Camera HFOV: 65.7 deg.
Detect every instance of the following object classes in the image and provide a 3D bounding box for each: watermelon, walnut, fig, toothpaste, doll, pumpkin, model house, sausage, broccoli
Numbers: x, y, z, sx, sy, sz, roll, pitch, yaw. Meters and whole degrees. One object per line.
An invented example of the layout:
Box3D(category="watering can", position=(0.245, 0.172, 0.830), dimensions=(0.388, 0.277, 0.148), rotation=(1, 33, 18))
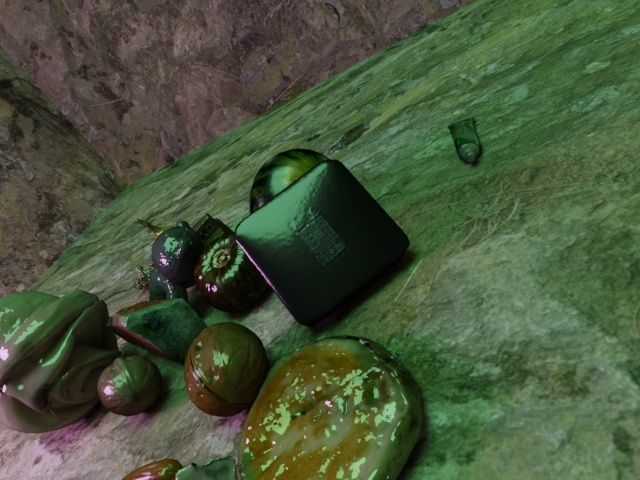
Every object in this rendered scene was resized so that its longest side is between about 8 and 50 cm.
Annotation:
Box3D(category="watermelon", position=(-0.053, -0.099, 1.252), dimensions=(0.269, 0.269, 0.269), rotation=(-28, 28, 16))
Box3D(category="walnut", position=(-0.442, 0.336, 1.154), dimensions=(0.140, 0.140, 0.162), rotation=(-45, 39, -17))
Box3D(category="walnut", position=(-0.183, 0.249, 0.966), dimensions=(0.167, 0.167, 0.207), rotation=(-36, 25, 0))
Box3D(category="fig", position=(-0.498, 0.004, 1.627), dimensions=(0.159, 0.257, 0.159), rotation=(-38, 31, 28))
Box3D(category="toothpaste", position=(0.371, -0.261, 1.269), dimensions=(0.078, 0.046, 0.248), rotation=(-20, 28, 20))
Box3D(category="doll", position=(-0.399, 0.108, 1.391), dimensions=(0.158, 0.340, 0.246), rotation=(2, 27, -24))
Box3D(category="watermelon", position=(-0.440, 0.223, 1.270), dimensions=(0.257, 0.193, 0.139), rotation=(-11, 36, 42))
Box3D(category="pumpkin", position=(-0.220, 0.087, 1.288), dimensions=(0.219, 0.162, 0.218), rotation=(-13, 58, 22))
Box3D(category="model house", position=(-0.370, 0.056, 1.504), dimensions=(0.248, 0.176, 0.181), rotation=(-47, 27, 0))
Box3D(category="sausage", position=(-0.323, 0.448, 0.925), dimensions=(0.183, 0.054, 0.062), rotation=(-26, 0, 25))
Box3D(category="broccoli", position=(-0.614, 0.126, 1.739), dimensions=(0.095, 0.092, 0.097), rotation=(-38, -6, -31))

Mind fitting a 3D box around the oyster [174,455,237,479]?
Box3D(category="oyster", position=(-0.201, 0.467, 0.697), dimensions=(0.271, 0.100, 0.275), rotation=(-24, 35, 18))

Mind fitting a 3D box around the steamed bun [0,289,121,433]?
Box3D(category="steamed bun", position=(-0.673, 0.317, 1.269), dimensions=(0.255, 0.367, 0.342), rotation=(22, 26, 32))

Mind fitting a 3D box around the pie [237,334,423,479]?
Box3D(category="pie", position=(0.008, 0.284, 0.782), dimensions=(0.339, 0.077, 0.339), rotation=(-25, 32, 17))

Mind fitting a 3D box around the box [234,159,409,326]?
Box3D(category="box", position=(0.000, 0.000, 1.062), dimensions=(0.290, 0.289, 0.073), rotation=(-38, -16, -5))
